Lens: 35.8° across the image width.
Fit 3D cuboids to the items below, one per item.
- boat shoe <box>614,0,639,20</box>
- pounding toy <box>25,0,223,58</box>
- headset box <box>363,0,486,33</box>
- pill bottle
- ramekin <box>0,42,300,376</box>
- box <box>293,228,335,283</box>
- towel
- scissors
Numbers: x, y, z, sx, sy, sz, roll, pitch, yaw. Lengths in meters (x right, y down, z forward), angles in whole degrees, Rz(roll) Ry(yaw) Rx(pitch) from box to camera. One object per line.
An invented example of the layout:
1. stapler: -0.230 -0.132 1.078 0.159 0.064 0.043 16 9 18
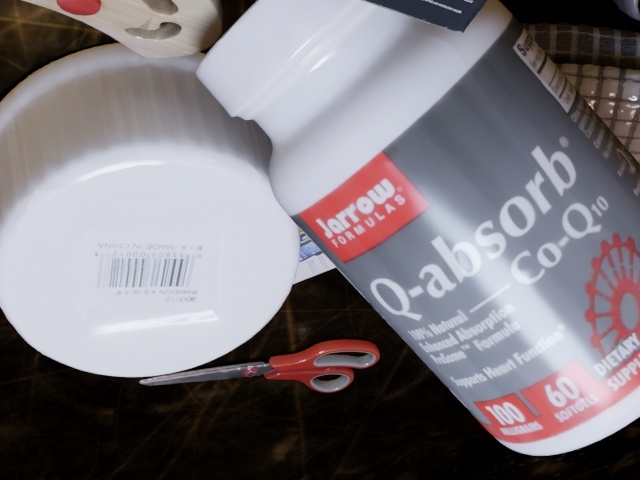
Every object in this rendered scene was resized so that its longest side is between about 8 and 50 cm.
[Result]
1. boat shoe: 0.323 -0.286 0.750 0.102 0.092 0.285 14 133 -36
2. pounding toy: -0.132 -0.224 0.662 0.269 0.155 0.154 7 166 -17
3. headset box: 0.065 -0.301 0.496 0.131 0.246 0.283 10 134 -32
4. pill bottle: 0.096 -0.042 0.704 0.210 0.210 0.363 -39 99 26
5. ramekin: -0.148 -0.013 0.832 0.277 0.135 0.277 -10 131 -11
6. box: 0.000 0.000 1.042 0.136 0.028 0.081 -23 143 3
7. towel: 0.263 -0.072 0.927 0.235 0.121 0.284 5 142 7
8. scissors: -0.067 0.151 1.219 0.297 0.021 0.109 7 139 -29
